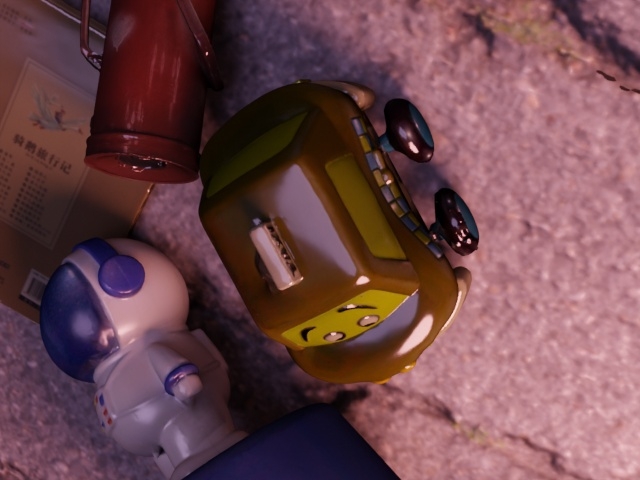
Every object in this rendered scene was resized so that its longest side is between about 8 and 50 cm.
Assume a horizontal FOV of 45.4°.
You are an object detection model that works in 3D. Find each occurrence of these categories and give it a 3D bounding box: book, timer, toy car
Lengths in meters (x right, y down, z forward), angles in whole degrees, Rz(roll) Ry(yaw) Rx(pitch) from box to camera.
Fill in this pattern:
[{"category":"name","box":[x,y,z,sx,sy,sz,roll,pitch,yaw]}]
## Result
[{"category":"book","box":[-0.275,-0.071,0.752,0.216,0.021,0.310,31,110,-3]},{"category":"timer","box":[-0.125,0.164,0.680,0.270,0.270,0.384,-44,71,22]},{"category":"toy car","box":[0.000,0.000,0.600,0.204,0.198,0.248,-28,92,22]}]

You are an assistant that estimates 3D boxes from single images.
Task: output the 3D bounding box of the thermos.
[{"category":"thermos","box":[-0.141,-0.171,0.646,0.124,0.099,0.232,5,82,-5]}]
